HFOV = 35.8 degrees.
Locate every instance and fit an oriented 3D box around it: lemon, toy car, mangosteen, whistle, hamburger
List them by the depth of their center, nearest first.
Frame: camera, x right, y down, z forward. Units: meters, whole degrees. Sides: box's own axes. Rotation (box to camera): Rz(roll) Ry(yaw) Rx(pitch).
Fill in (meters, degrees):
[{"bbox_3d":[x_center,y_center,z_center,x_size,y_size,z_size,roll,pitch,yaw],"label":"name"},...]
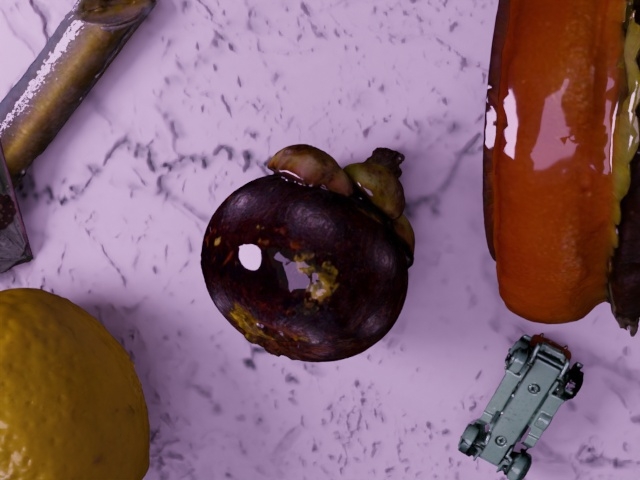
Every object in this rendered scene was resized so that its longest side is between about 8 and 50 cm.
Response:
[{"bbox_3d":[0.257,-0.093,0.711,0.250,0.330,0.329,6,107,17],"label":"hamburger"},{"bbox_3d":[0.000,0.000,0.887,0.192,0.192,0.217,27,72,5],"label":"mangosteen"},{"bbox_3d":[0.189,0.158,0.939,0.073,0.054,0.143,26,114,6],"label":"toy car"},{"bbox_3d":[-0.294,0.189,0.961,0.254,0.253,0.310,-19,101,18],"label":"lemon"},{"bbox_3d":[-0.278,-0.126,0.961,0.326,0.068,0.057,-45,56,22],"label":"whistle"}]

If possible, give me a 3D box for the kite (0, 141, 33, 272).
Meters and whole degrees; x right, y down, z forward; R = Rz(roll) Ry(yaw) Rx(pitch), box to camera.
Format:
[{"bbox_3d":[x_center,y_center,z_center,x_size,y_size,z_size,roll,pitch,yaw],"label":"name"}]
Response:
[{"bbox_3d":[-0.381,-0.017,0.941,0.323,0.268,0.013,-49,50,9],"label":"kite"}]
